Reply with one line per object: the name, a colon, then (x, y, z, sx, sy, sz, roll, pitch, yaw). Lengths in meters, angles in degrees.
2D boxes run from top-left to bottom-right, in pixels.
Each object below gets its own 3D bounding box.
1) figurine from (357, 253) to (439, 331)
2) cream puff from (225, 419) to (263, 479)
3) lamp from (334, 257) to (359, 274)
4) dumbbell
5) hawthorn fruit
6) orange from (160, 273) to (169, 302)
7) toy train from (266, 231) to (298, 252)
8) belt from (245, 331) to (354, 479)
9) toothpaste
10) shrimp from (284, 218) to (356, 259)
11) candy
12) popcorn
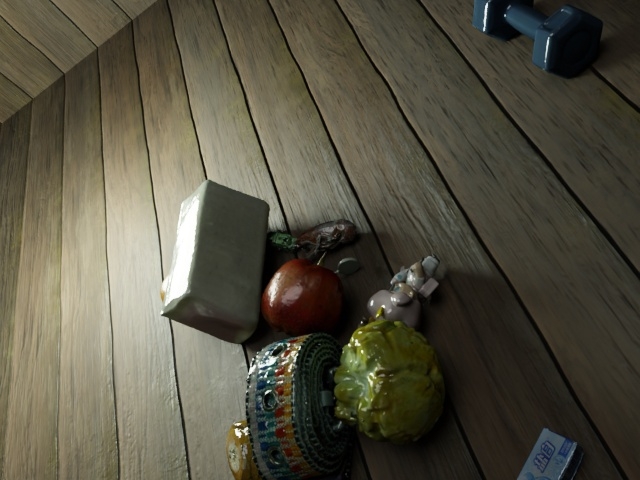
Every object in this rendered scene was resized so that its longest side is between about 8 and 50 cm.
figurine: (0.166, 0.123, 1.379, 0.229, 0.112, 0.137, -49, 0, -21)
cream puff: (-0.127, 0.423, 1.371, 0.144, 0.103, 0.126, -164, 74, -66)
lamp: (-0.001, 0.081, 1.578, 0.198, 0.050, 0.056, -28, 44, 18)
dumbbell: (0.488, -0.497, 1.577, 0.144, 0.156, 0.316, -64, 37, 25)
hawthorn fruit: (-0.032, 0.114, 1.479, 0.179, 0.179, 0.200, 15, 83, 43)
orange: (-0.326, 0.129, 1.740, 0.154, 0.134, 0.155, -22, 25, 11)
toy train: (-0.091, 0.004, 1.701, 0.083, 0.053, 0.033, 6, 62, 41)
belt: (-0.025, 0.321, 1.304, 0.160, 0.207, 0.295, -17, 52, 29)
toothpaste: (0.320, 0.429, 1.073, 0.066, 0.053, 0.272, 21, 74, 44)
shrimp: (-0.001, -0.001, 1.630, 0.190, 0.075, 0.073, -18, 81, 17)
candy: (-0.239, 0.048, 1.644, 0.145, 0.208, 0.359, -37, 39, 44)
popcorn: (0.130, 0.255, 1.242, 0.183, 0.204, 0.221, -36, 40, 38)
